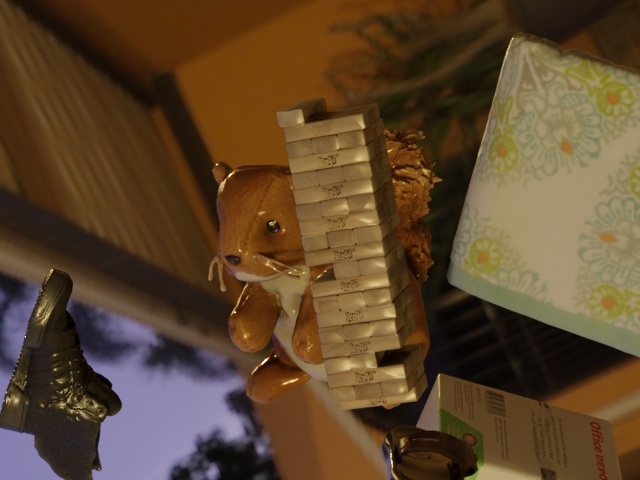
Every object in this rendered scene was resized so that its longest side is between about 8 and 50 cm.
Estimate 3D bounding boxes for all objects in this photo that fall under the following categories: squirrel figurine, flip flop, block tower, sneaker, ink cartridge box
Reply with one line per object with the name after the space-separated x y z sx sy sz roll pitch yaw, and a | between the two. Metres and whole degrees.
0.000 0.000 2.338 0.397 0.281 0.370 -54 -52 -29 | squirrel figurine
0.137 0.256 1.891 0.112 0.080 0.277 21 -171 -10 | flip flop
0.038 0.014 1.741 0.091 0.097 0.335 -38 -62 -71 | block tower
-0.186 0.105 1.218 0.089 0.170 0.051 19 -154 -7 | sneaker
0.283 0.322 2.341 0.198 0.273 0.115 -84 12 -59 | ink cartridge box

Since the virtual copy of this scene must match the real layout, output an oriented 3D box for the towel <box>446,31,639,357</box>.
0.356 -0.037 1.892 0.090 0.374 0.320 -23 -49 -67 | towel
